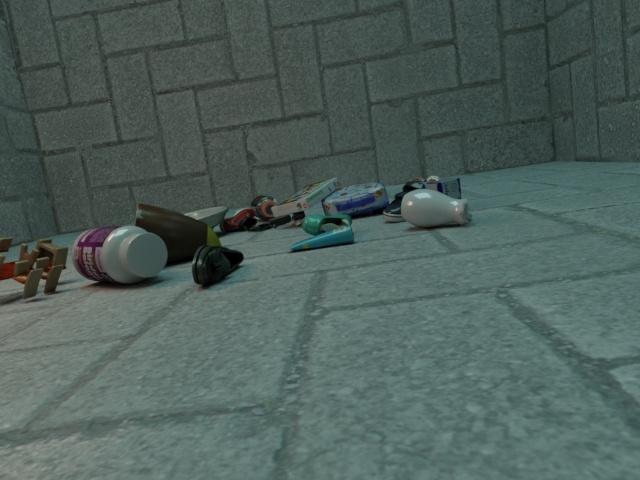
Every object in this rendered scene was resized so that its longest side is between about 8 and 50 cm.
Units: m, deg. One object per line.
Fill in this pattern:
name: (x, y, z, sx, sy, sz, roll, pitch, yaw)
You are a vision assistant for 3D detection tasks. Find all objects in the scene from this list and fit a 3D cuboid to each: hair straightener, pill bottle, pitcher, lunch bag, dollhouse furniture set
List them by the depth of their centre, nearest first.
pill bottle: (-0.585, 0.042, 1.438, 0.302, 0.169, 0.169, -2, 11, 41)
dollhouse furniture set: (-0.905, 0.082, 1.497, 0.262, 0.135, 0.259, 24, 11, 11)
pitcher: (0.382, -0.097, 1.604, 0.207, 0.125, 0.178, 7, -5, 26)
lunch bag: (0.146, -0.173, 2.196, 0.303, 0.114, 0.243, -17, 15, 0)
hair straightener: (-0.234, -0.077, 2.229, 0.230, 0.047, 0.089, -14, 10, -29)
pill bottle: (-0.293, -0.175, 2.643, 0.131, 0.130, 0.246, -11, 10, -16)

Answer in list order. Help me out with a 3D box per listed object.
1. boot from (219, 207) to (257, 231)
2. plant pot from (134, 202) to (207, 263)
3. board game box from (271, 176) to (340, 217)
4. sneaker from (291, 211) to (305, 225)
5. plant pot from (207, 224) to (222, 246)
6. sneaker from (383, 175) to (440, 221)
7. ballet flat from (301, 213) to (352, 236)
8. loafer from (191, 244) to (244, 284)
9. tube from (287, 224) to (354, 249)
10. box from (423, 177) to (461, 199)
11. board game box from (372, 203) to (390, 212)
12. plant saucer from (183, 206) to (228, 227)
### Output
boot: (-0.350, -0.101, 2.393, 0.176, 0.088, 0.244, -3, 18, 28)
plant pot: (-0.508, -0.011, 1.682, 0.231, 0.215, 0.215, 4, 5, -17)
board game box: (-0.062, -0.197, 2.218, 0.193, 0.053, 0.305, -11, 18, 34)
sneaker: (-0.095, -0.115, 2.241, 0.072, 0.077, 0.178, -9, 8, -12)
plant pot: (-0.439, -0.005, 1.823, 0.134, 0.095, 0.134, -8, 9, 1)
sneaker: (0.356, -0.169, 1.911, 0.126, 0.127, 0.321, 17, 30, 42)
ballet flat: (0.045, -0.042, 1.641, 0.087, 0.083, 0.247, 26, 18, 38)
loafer: (-0.270, 0.055, 1.313, 0.084, 0.096, 0.267, -2, 7, 2)
tube: (0.000, 0.000, 1.540, 0.207, 0.052, 0.080, -13, -1, 8)
box: (0.467, -0.167, 1.871, 0.137, 0.126, 0.072, -16, 13, -35)
board game box: (0.362, -0.143, 2.137, 0.145, 0.027, 0.281, -15, 11, -25)
plant saucer: (-0.613, -0.061, 2.273, 0.401, 0.100, 0.400, -13, 11, 3)
